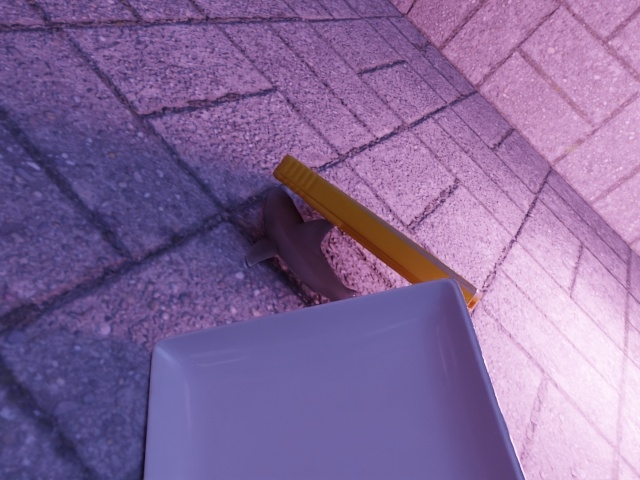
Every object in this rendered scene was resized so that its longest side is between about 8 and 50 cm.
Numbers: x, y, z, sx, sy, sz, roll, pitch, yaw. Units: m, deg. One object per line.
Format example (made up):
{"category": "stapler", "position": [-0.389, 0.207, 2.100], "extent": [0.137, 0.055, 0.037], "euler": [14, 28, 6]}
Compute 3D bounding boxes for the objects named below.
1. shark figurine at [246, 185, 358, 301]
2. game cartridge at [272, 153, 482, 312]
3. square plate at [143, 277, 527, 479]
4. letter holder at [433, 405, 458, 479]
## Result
{"category": "shark figurine", "position": [0.010, 0.023, 0.876], "extent": [0.278, 0.116, 0.166], "euler": [43, 35, 2]}
{"category": "game cartridge", "position": [0.093, 0.000, 0.881], "extent": [0.324, 0.052, 0.285], "euler": [36, 4, 17]}
{"category": "square plate", "position": [0.003, 0.212, 0.553], "extent": [0.049, 0.347, 0.344], "euler": [73, 5, -48]}
{"category": "letter holder", "position": [0.060, 0.286, 0.635], "extent": [0.152, 0.214, 0.301], "euler": [57, 15, -46]}
